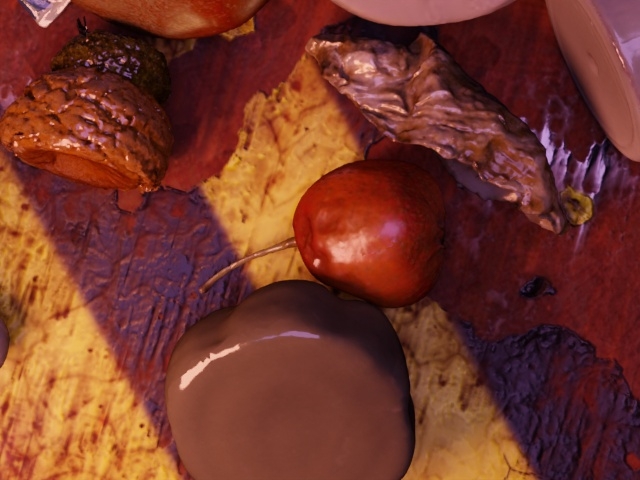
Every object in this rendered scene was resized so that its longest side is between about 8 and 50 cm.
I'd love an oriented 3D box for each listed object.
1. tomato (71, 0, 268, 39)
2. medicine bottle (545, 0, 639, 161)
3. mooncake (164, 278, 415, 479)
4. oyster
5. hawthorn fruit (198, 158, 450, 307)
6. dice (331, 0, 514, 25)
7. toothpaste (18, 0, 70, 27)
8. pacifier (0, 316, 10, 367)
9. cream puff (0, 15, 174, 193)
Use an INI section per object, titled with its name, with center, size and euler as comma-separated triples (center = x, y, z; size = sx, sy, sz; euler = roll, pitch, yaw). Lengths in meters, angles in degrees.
[tomato]
center = -0.162, -0.354, 1.438
size = 0.303, 0.239, 0.303
euler = 0, 90, 1
[medicine bottle]
center = 0.385, -0.233, 1.471
size = 0.232, 0.238, 0.238
euler = -24, 93, 0
[mooncake]
center = -0.029, 0.166, 1.487
size = 0.275, 0.135, 0.275
euler = 2, 120, 4
[oyster]
center = 0.141, -0.131, 1.520
size = 0.341, 0.166, 0.110
euler = 42, 99, 13
[hawthorn fruit]
center = 0.000, 0.000, 1.533
size = 0.285, 0.165, 0.165
euler = -7, 93, 21
[dice]
center = 0.103, -0.391, 1.408
size = 0.251, 0.243, 0.259
euler = -6, 134, 14
[toothpaste]
center = -0.354, -0.320, 1.535
size = 0.057, 0.035, 0.197
euler = -43, 95, 16
[pacifier]
center = -0.473, 0.109, 1.454
size = 0.273, 0.220, 0.332
euler = 14, 105, -3
[cream puff]
center = -0.236, -0.153, 1.489
size = 0.183, 0.183, 0.169
euler = 15, 79, -3
